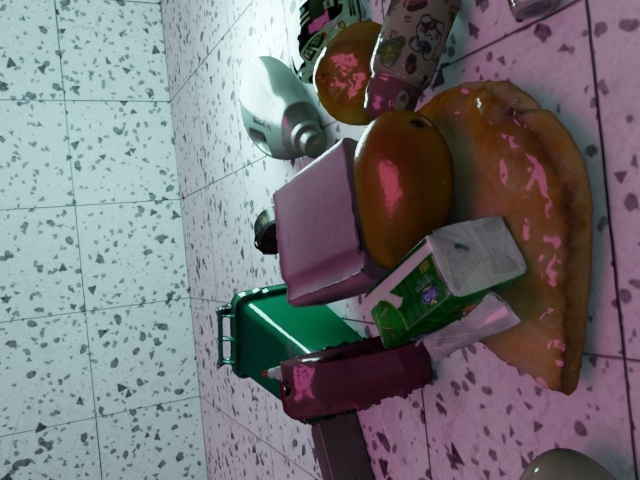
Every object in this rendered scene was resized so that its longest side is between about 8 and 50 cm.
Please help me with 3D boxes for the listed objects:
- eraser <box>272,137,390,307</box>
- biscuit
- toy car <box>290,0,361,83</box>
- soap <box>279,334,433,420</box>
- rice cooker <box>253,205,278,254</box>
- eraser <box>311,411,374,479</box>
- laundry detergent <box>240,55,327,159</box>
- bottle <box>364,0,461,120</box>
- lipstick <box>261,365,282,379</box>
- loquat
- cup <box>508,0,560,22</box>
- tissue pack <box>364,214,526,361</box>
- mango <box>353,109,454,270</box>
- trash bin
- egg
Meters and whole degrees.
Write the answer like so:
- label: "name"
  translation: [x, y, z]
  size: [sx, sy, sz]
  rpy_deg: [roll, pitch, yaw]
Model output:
- label: "eraser"
  translation: [0.030, -0.022, 1.224]
  size: [0.359, 0.122, 0.272]
  rpy_deg: [-29, 66, 61]
- label: "biscuit"
  translation: [0.258, -0.034, 1.004]
  size: [0.429, 0.104, 0.446]
  rpy_deg: [22, 118, 61]
- label: "toy car"
  translation: [-0.008, -0.485, 1.440]
  size: [0.306, 0.125, 0.136]
  rpy_deg: [-32, 67, 60]
- label: "soap"
  translation: [0.064, 0.266, 1.214]
  size: [0.220, 0.324, 0.127]
  rpy_deg: [-32, 71, 64]
- label: "rice cooker"
  translation: [-0.139, -0.030, 1.816]
  size: [0.165, 0.112, 0.107]
  rpy_deg: [127, 137, -51]
- label: "eraser"
  translation: [0.067, 0.584, 1.515]
  size: [0.077, 0.111, 0.353]
  rpy_deg: [129, 130, -58]
- label: "laundry detergent"
  translation: [-0.099, -0.323, 1.668]
  size: [0.398, 0.124, 0.264]
  rpy_deg: [51, 137, 46]
- label: "bottle"
  translation: [0.152, -0.326, 1.065]
  size: [0.120, 0.120, 0.253]
  rpy_deg: [28, 102, 60]
- label: "lipstick"
  translation: [-0.095, 0.302, 1.394]
  size: [0.129, 0.030, 0.030]
  rpy_deg: [-19, 83, 44]
- label: "loquat"
  translation: [0.088, -0.332, 1.217]
  size: [0.187, 0.176, 0.234]
  rpy_deg: [45, 138, -8]
- label: "cup"
  translation: [0.294, -0.375, 0.889]
  size: [0.102, 0.074, 0.099]
  rpy_deg: [-25, 73, 63]
- label: "tissue pack"
  translation: [0.189, 0.087, 0.902]
  size: [0.209, 0.148, 0.156]
  rpy_deg: [-51, 56, 54]
- label: "mango"
  translation: [0.133, -0.078, 0.965]
  size: [0.175, 0.139, 0.255]
  rpy_deg: [-176, 80, -68]
- label: "trash bin"
  translation: [-0.071, 0.278, 1.559]
  size: [0.381, 0.295, 0.259]
  rpy_deg: [25, 118, 54]
- label: "egg"
  translation: [0.344, 0.391, 0.821]
  size: [0.183, 0.183, 0.217]
  rpy_deg: [-5, 90, 64]
